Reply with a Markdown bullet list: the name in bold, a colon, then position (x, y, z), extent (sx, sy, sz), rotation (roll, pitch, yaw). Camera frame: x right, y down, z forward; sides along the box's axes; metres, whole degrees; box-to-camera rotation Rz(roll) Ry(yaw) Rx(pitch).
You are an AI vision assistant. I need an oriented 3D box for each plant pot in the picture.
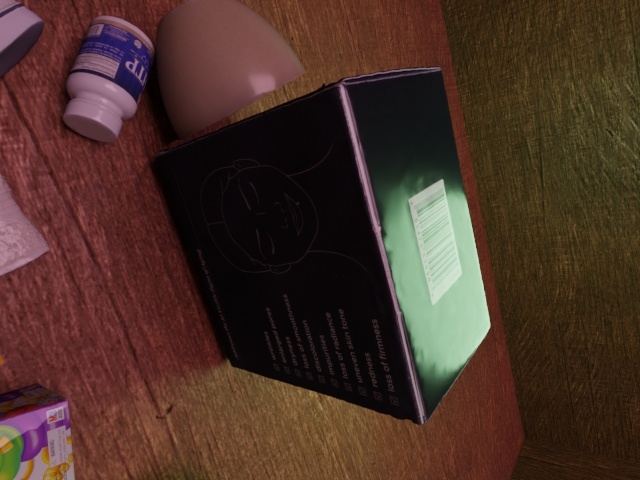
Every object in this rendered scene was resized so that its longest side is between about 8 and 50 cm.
- **plant pot**: position (-0.195, -0.344, 0.782), extent (0.284, 0.283, 0.191), rotation (-49, 120, -40)

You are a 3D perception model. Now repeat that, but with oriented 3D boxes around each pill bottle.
- **pill bottle**: position (-0.365, -0.272, 0.708), extent (0.112, 0.111, 0.187), rotation (27, 67, -44)

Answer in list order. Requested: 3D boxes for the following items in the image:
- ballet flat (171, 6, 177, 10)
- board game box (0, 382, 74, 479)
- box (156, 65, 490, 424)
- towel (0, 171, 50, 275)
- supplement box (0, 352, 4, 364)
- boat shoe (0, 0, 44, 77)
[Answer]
- **ballet flat**: position (-0.229, -0.435, 0.913), extent (0.240, 0.091, 0.077), rotation (20, 46, -50)
- **board game box**: position (-0.474, 0.296, 0.496), extent (0.275, 0.141, 0.145), rotation (-5, 90, -49)
- **box**: position (0.000, 0.000, 0.766), extent (0.297, 0.471, 0.481), rotation (-29, 109, -45)
- **towel**: position (-0.537, 0.001, 0.529), extent (0.282, 0.049, 0.187), rotation (-41, 117, -43)
- **supplement box**: position (-0.515, 0.160, 0.494), extent (0.188, 0.104, 0.081), rotation (-30, 108, -47)
- **boat shoe**: position (-0.524, -0.235, 0.501), extent (0.156, 0.135, 0.368), rotation (39, 50, -28)
